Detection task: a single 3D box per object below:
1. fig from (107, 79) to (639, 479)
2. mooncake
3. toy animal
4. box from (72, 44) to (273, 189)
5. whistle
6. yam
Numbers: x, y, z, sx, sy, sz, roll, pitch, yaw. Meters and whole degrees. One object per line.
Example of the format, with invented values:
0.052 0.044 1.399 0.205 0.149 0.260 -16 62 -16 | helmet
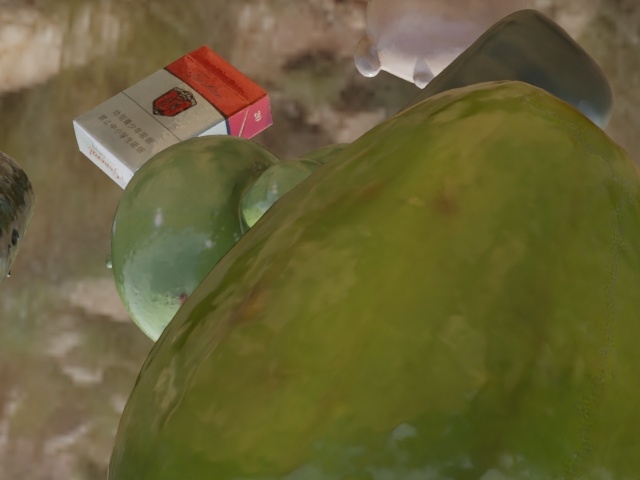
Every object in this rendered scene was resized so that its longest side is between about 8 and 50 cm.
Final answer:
0.046 0.086 0.820 0.258 0.326 0.258 21 170 4 | fig
0.123 -0.056 1.494 0.135 0.275 0.275 44 157 9 | mooncake
0.119 -0.364 2.163 0.277 0.345 0.247 9 153 3 | toy animal
-0.133 -0.107 1.667 0.152 0.100 0.048 -31 142 -25 | box
-0.003 0.010 1.020 0.294 0.141 0.141 4 162 37 | whistle
-0.280 -0.009 1.424 0.107 0.107 0.194 2 -161 1 | yam
